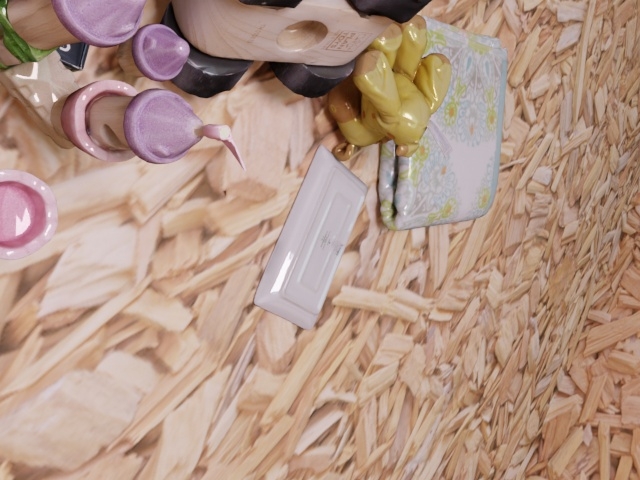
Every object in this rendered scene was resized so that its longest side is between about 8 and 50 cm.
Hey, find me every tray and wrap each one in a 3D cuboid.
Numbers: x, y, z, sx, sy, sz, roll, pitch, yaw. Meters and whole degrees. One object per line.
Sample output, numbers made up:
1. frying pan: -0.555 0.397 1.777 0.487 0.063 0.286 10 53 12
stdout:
1. tray: 0.000 0.000 0.848 0.145 0.030 0.271 36 72 -45

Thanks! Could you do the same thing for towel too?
1. towel: 0.235 -0.215 1.018 0.320 0.090 0.375 -7 103 -43

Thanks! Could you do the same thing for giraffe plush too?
1. giraffe plush: 0.086 -0.206 0.803 0.181 0.170 0.210 -34 109 -33

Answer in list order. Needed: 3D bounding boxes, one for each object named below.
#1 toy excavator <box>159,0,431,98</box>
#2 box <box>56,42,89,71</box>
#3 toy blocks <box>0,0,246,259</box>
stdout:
1. toy excavator: -0.004 -0.422 0.636 0.432 0.222 0.446 -9 81 -33
2. box: -0.300 -0.272 0.460 0.220 0.051 0.175 16 86 -48
3. toy blocks: -0.189 -0.180 0.367 0.309 0.260 0.289 -51 131 -28
